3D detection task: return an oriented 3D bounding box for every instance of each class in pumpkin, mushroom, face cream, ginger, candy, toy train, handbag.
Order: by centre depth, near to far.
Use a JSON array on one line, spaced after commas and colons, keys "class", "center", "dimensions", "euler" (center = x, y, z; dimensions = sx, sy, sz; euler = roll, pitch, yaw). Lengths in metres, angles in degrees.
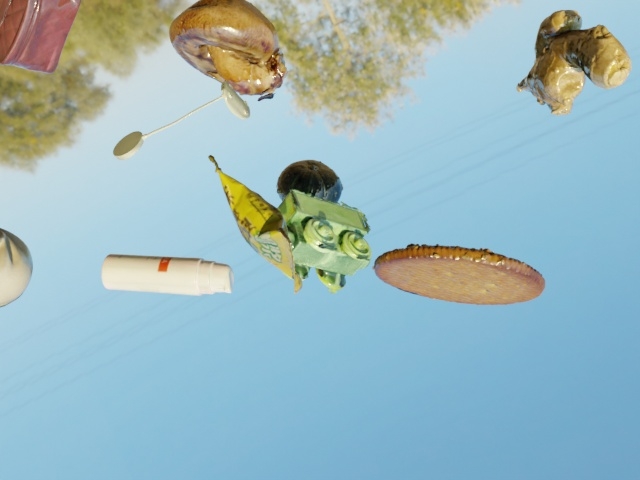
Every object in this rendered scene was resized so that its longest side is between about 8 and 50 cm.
[{"class": "ginger", "center": [0.317, -0.213, 0.954], "dimensions": [0.059, 0.133, 0.214], "euler": [0, -153, -15]}, {"class": "candy", "center": [-0.123, -0.036, 1.512], "dimensions": [0.081, 0.187, 0.297], "euler": [-32, -124, -12]}, {"class": "handbag", "center": [-0.614, -0.471, 1.610], "dimensions": [0.135, 0.146, 0.225], "euler": [-1, 135, -48]}, {"class": "mushroom", "center": [-0.197, -0.453, 1.786], "dimensions": [0.195, 0.283, 0.263], "euler": [-53, -174, -24]}, {"class": "toy train", "center": [0.000, 0.000, 1.835], "dimensions": [0.159, 0.272, 0.188], "euler": [-49, -136, 33]}, {"class": "face cream", "center": [-0.395, 0.090, 2.001], "dimensions": [0.346, 0.102, 0.102], "euler": [2, -153, 9]}, {"class": "pumpkin", "center": [-0.034, -0.154, 2.193], "dimensions": [0.190, 0.190, 0.146], "euler": [-86, -160, -67]}]

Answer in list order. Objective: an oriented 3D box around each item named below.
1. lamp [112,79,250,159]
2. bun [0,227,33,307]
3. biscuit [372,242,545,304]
[{"class": "lamp", "center": [-0.197, -0.156, 1.064], "dimensions": [0.198, 0.056, 0.050], "euler": [-25, -137, 11]}, {"class": "bun", "center": [-0.600, 0.033, 1.354], "dimensions": [0.173, 0.173, 0.120], "euler": [-63, 179, -58]}, {"class": "biscuit", "center": [0.245, 0.060, 1.357], "dimensions": [0.305, 0.305, 0.038], "euler": [-6, -113, 43]}]
